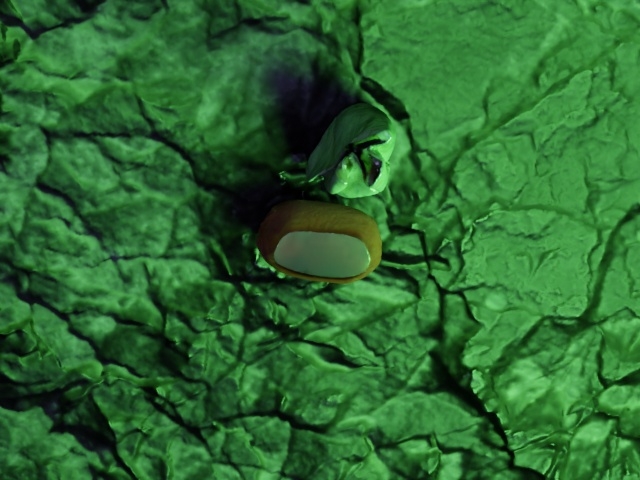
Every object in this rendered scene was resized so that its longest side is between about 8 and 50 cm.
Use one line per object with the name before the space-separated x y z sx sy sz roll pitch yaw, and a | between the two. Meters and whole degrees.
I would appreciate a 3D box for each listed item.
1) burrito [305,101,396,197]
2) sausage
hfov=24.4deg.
burrito | 0.026 -0.058 1.051 0.044 0.118 0.074 34 96 -18
sausage | 0.000 0.000 1.100 0.094 0.054 0.059 7 108 -6
